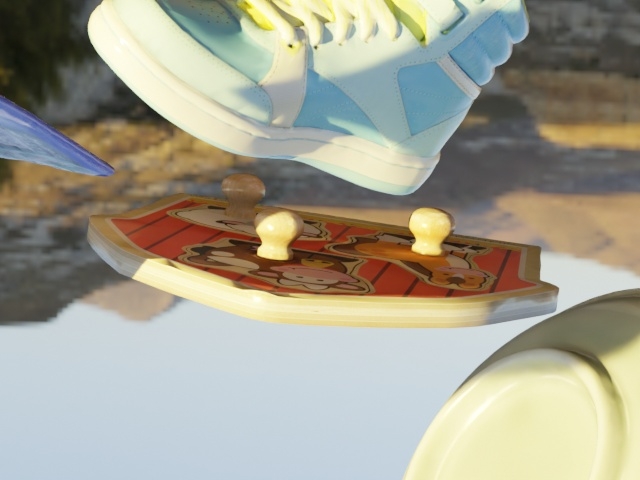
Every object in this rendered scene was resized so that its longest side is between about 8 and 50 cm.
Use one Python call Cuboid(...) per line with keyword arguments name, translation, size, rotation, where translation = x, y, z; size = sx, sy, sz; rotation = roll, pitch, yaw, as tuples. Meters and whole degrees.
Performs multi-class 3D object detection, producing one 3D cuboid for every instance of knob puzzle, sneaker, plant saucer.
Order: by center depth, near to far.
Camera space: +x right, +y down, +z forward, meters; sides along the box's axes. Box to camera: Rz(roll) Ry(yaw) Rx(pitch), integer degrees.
Cuboid(name="knob puzzle", translation=(0.000, 0.000, 0.628), size=(0.213, 0.030, 0.213), rotation=(7, -170, -1))
Cuboid(name="sneaker", translation=(0.011, -0.156, 1.034), size=(0.319, 0.208, 0.127), rotation=(11, -145, -50))
Cuboid(name="plant saucer", translation=(0.166, 0.195, 1.198), size=(0.100, 0.400, 0.400), rotation=(35, 165, -28))

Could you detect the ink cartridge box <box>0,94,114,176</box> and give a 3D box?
Cuboid(name="ink cartridge box", translation=(-0.240, -0.039, 0.474), size=(0.311, 0.065, 0.186), rotation=(6, 169, 18))
